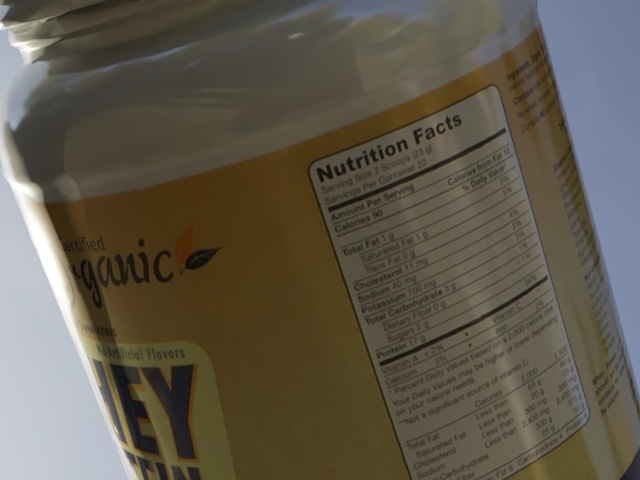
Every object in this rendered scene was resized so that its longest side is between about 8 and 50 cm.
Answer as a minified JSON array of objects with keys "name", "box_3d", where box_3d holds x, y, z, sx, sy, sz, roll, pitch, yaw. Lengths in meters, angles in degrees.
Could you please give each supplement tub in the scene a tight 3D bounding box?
[{"name":"supplement tub","box_3d":[0.000,0.000,0.520,0.228,0.228,0.316,-9,-72,31]}]
